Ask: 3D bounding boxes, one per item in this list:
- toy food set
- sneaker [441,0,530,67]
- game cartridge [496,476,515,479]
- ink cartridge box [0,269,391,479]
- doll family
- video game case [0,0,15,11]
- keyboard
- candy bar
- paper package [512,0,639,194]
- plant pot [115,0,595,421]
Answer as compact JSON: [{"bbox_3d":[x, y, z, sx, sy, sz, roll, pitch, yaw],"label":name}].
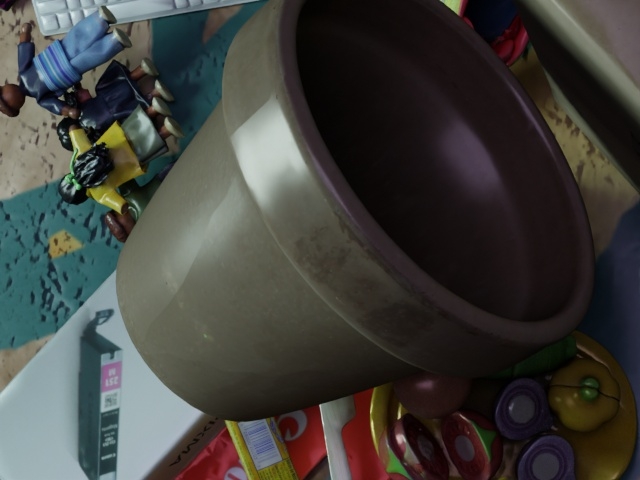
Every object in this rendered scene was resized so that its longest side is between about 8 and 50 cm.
[{"bbox_3d":[0.102,0.112,1.038,0.218,0.071,0.128,-2,76,1],"label":"toy food set"},{"bbox_3d":[0.091,-0.133,1.072,0.208,0.081,0.094,-57,24,30],"label":"sneaker"},{"bbox_3d":[0.046,0.334,0.966,0.285,0.052,0.324,-24,82,32],"label":"game cartridge"},{"bbox_3d":[-0.078,0.124,1.118,0.275,0.060,0.239,-46,69,2],"label":"ink cartridge box"},{"bbox_3d":[-0.166,-0.082,1.182,0.111,0.076,0.193,-35,67,11],"label":"doll family"},{"bbox_3d":[-0.264,-0.331,1.275,0.210,0.042,0.232,35,89,19],"label":"video game case"},{"bbox_3d":[-0.102,-0.208,1.202,0.256,0.014,0.072,-7,107,14],"label":"keyboard"},{"bbox_3d":[-0.029,0.168,1.086,0.040,0.018,0.161,-22,94,-2],"label":"candy bar"},{"bbox_3d":[0.265,-0.084,0.925,0.168,0.325,0.309,-40,70,4],"label":"paper package"},{"bbox_3d":[0.000,0.000,0.970,0.229,0.263,0.263,-37,69,32],"label":"plant pot"}]
